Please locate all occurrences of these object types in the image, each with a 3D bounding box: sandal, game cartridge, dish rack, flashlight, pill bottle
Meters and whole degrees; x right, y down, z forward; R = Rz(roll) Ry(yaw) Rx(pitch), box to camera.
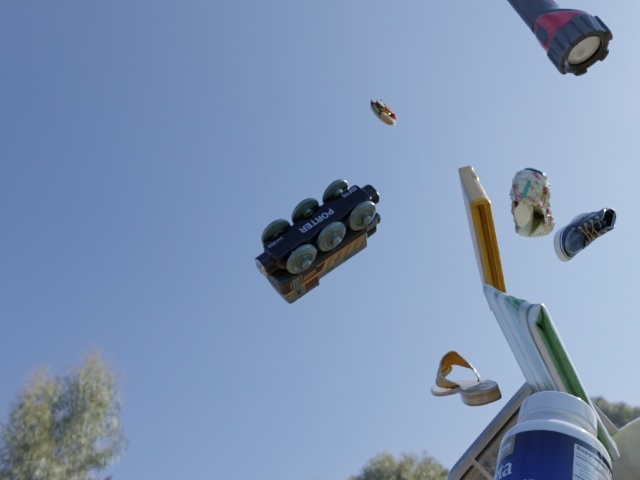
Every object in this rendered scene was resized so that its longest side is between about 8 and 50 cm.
[{"bbox_3d":[0.250,0.235,1.063,0.088,0.079,0.240,-15,-6,-8],"label":"sandal"},{"bbox_3d":[0.410,-0.019,1.512,0.053,0.323,0.285,-11,-71,13],"label":"game cartridge"},{"bbox_3d":[0.420,0.442,1.169,0.285,0.072,0.333,45,-97,-9],"label":"dish rack"},{"bbox_3d":[0.411,-0.434,1.091,0.103,0.304,0.103,20,-49,-43],"label":"flashlight"},{"bbox_3d":[0.195,0.214,0.504,0.094,0.169,0.094,13,-52,17],"label":"pill bottle"}]

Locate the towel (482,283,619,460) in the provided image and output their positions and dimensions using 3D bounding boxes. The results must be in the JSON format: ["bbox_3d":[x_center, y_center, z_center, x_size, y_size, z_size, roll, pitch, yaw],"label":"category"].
[{"bbox_3d":[0.348,0.190,0.942,0.038,0.247,0.325,-27,-3,6],"label":"towel"}]

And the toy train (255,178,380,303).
[{"bbox_3d":[0.000,0.000,1.366,0.334,0.142,0.190,-35,-33,-20],"label":"toy train"}]

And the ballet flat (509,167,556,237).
[{"bbox_3d":[0.399,-0.052,1.146,0.077,0.091,0.241,-63,-34,-15],"label":"ballet flat"}]

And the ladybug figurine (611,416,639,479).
[{"bbox_3d":[0.609,0.456,0.971,0.449,0.162,0.305,38,-87,-29],"label":"ladybug figurine"}]

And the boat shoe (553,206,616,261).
[{"bbox_3d":[0.575,-0.020,1.291,0.183,0.065,0.083,-37,7,-40],"label":"boat shoe"}]

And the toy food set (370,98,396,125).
[{"bbox_3d":[0.149,-0.304,1.405,0.020,0.082,0.083,-46,-6,30],"label":"toy food set"}]
